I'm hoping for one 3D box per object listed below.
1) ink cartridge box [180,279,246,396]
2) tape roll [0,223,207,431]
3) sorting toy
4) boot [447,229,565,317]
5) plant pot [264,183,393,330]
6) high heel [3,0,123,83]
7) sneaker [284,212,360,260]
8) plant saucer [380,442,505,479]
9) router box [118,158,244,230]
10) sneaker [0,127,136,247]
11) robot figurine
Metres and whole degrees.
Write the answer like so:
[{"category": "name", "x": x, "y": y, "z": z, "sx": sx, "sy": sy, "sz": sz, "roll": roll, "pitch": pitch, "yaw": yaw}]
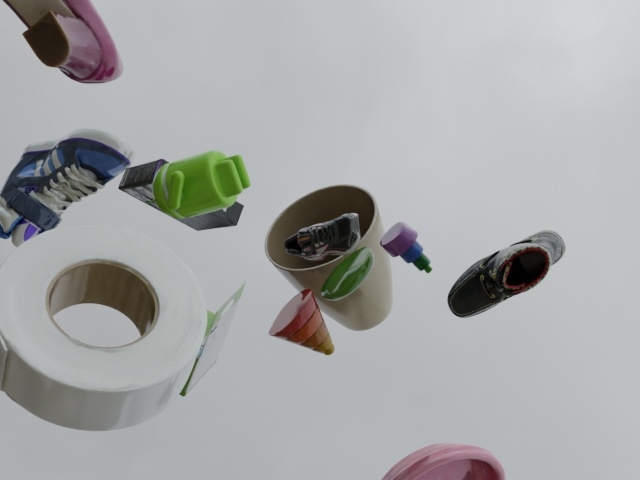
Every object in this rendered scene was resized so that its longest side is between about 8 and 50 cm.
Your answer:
[{"category": "ink cartridge box", "x": -0.284, "y": 0.211, "z": 2.215, "sx": 0.097, "sy": 0.189, "sz": 0.255, "roll": 27, "pitch": -63, "yaw": 8}, {"category": "tape roll", "x": -0.302, "y": 0.112, "z": 1.267, "sx": 0.286, "sy": 0.286, "sz": 0.100, "roll": 49, "pitch": -42, "yaw": 22}, {"category": "sorting toy", "x": 0.068, "y": 0.111, "z": 1.785, "sx": 0.365, "sy": 0.127, "sz": 0.126, "roll": -38, "pitch": -75, "yaw": 26}, {"category": "boot", "x": 0.304, "y": 0.066, "z": 1.604, "sx": 0.236, "sy": 0.178, "sz": 0.085, "roll": -35, "pitch": -95, "yaw": 19}, {"category": "plant pot", "x": 0.050, "y": 0.063, "z": 2.044, "sx": 0.256, "sy": 0.256, "sz": 0.274, "roll": 17, "pitch": -33, "yaw": 43}, {"category": "high heel", "x": -0.437, "y": -0.407, "z": 1.448, "sx": 0.127, "sy": 0.181, "sz": 0.377, "roll": -26, "pitch": -96, "yaw": 15}, {"category": "sneaker", "x": 0.000, "y": 0.000, "z": 1.709, "sx": 0.178, "sy": 0.077, "sz": 0.072, "roll": -30, "pitch": -115, "yaw": 48}, {"category": "plant saucer", "x": 0.236, "y": 0.553, "z": 2.006, "sx": 0.084, "sy": 0.332, "sz": 0.332, "roll": -129, "pitch": -142, "yaw": -49}, {"category": "router box", "x": -0.243, "y": -0.076, "z": 1.640, "sx": 0.133, "sy": 0.179, "sz": 0.046, "roll": -5, "pitch": -119, "yaw": 50}, {"category": "sneaker", "x": -0.513, "y": -0.084, "z": 1.843, "sx": 0.323, "sy": 0.130, "sz": 0.236, "roll": -3, "pitch": -120, "yaw": 37}, {"category": "robot figurine", "x": -0.139, "y": -0.062, "z": 1.059, "sx": 0.115, "sy": 0.101, "sz": 0.067, "roll": -13, "pitch": -74, "yaw": 23}]
